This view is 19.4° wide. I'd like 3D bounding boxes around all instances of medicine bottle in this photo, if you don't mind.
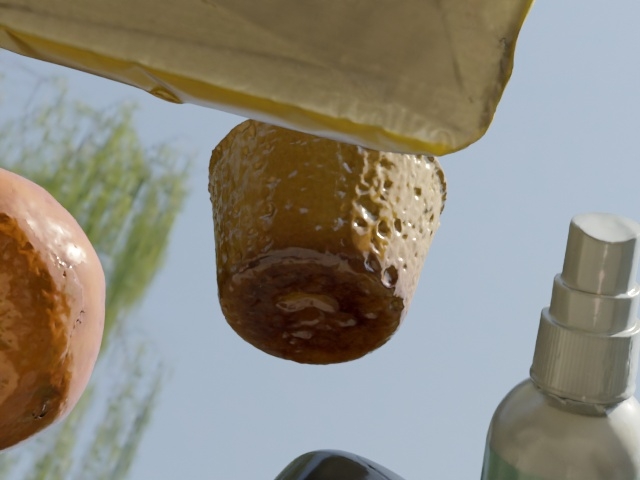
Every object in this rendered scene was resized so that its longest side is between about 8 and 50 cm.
[{"bbox_3d":[0.160,0.153,1.219,0.110,0.110,0.352,10,-69,11],"label":"medicine bottle"}]

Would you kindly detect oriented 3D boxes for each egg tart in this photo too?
[{"bbox_3d":[0.000,0.000,1.509,0.202,0.147,0.203,4,-42,3],"label":"egg tart"}]

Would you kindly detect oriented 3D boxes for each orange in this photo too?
[{"bbox_3d":[-0.341,0.066,1.749,0.284,0.284,0.226,33,-5,-14],"label":"orange"}]

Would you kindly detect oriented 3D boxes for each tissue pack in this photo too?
[{"bbox_3d":[-0.037,-0.195,0.925,0.293,0.382,0.228,16,-76,-1],"label":"tissue pack"}]

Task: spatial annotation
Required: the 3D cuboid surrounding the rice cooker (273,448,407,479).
[{"bbox_3d":[0.033,0.262,1.518,0.203,0.118,0.142,36,-52,19],"label":"rice cooker"}]
